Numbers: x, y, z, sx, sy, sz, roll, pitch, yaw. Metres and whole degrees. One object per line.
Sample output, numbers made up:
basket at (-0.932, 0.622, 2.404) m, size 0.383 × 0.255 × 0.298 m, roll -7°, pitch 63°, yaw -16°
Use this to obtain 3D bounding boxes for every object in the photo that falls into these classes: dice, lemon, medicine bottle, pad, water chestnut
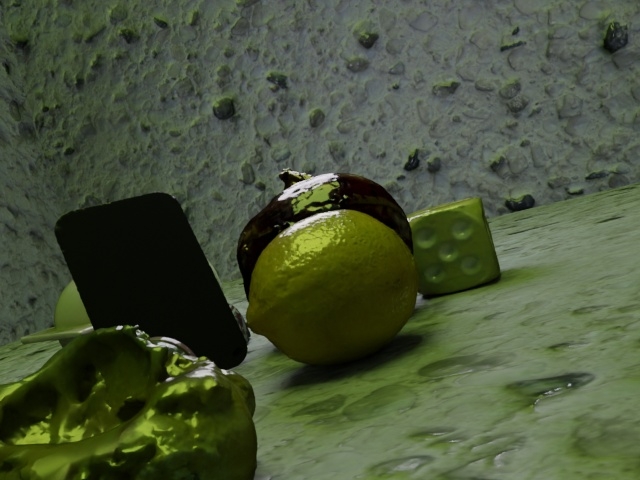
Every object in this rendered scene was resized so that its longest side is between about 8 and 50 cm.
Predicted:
dice at (0.265, 0.011, 1.527) m, size 0.169 × 0.169 × 0.166 m, roll -15°, pitch 2°, yaw 14°
lemon at (0.023, 0.070, 1.123) m, size 0.235 × 0.236 × 0.263 m, roll -13°, pitch 26°, yaw 39°
medicine bottle at (-0.438, 0.162, 1.685) m, size 0.235 × 0.236 × 0.406 m, roll -13°, pitch 3°, yaw 38°
pad at (-0.336, 0.106, 1.329) m, size 0.314 × 0.376 × 0.063 m, roll -15°, pitch -21°, yaw -34°
water chestnut at (0.000, 0.000, 1.414) m, size 0.335 × 0.347 × 0.335 m, roll -13°, pitch -39°, yaw -11°

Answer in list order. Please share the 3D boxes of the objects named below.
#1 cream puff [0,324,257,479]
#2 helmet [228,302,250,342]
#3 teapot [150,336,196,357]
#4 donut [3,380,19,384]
cream puff at (-0.192, 0.174, 0.684) m, size 0.281 × 0.185 × 0.282 m, roll -15°, pitch -1°, yaw 0°
helmet at (-0.230, 0.180, 1.553) m, size 0.153 × 0.108 × 0.177 m, roll -12°, pitch 2°, yaw 2°
teapot at (-0.220, 0.217, 1.025) m, size 0.116 × 0.148 × 0.146 m, roll -52°, pitch 4°, yaw 19°
donut at (-0.614, 0.315, 1.478) m, size 0.151 × 0.058 × 0.152 m, roll -13°, pitch 2°, yaw 1°
